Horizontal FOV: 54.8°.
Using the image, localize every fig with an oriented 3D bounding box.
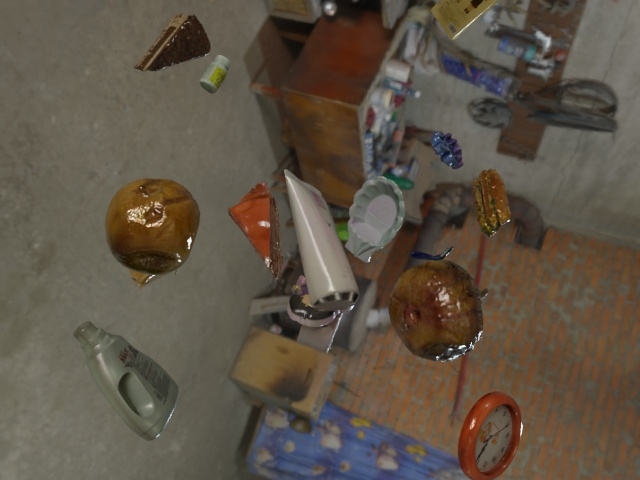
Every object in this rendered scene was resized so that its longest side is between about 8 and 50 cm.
[{"bbox_3d":[0.381,0.174,1.764,0.368,0.286,0.286,-18,128,-39],"label":"fig"}]

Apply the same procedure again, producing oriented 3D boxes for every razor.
[{"bbox_3d":[0.283,0.039,1.593,0.044,0.154,0.028,-42,107,-24],"label":"razor"}]

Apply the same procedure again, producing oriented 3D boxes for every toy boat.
[{"bbox_3d":[0.191,-0.071,2.058,0.100,0.199,0.290,-2,126,-53],"label":"toy boat"}]

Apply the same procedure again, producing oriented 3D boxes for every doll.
[{"bbox_3d":[0.320,-0.233,1.576,0.110,0.067,0.206,64,24,7],"label":"doll"}]

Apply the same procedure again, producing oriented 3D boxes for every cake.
[{"bbox_3d":[-0.460,-0.589,1.966,0.135,0.112,0.246,48,65,-44],"label":"cake"},{"bbox_3d":[-0.165,-0.015,1.650,0.098,0.135,0.287,85,-9,-60],"label":"cake"}]

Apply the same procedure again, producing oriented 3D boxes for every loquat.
[{"bbox_3d":[-0.484,-0.042,1.797,0.284,0.275,0.276,90,22,-55],"label":"loquat"}]

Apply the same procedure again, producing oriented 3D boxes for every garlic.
[{"bbox_3d":[-0.592,0.079,2.265,0.245,0.145,0.164,-21,129,-60],"label":"garlic"}]

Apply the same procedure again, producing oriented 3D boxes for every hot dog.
[{"bbox_3d":[0.496,-0.117,1.795,0.115,0.072,0.269,-44,-158,30],"label":"hot dog"}]

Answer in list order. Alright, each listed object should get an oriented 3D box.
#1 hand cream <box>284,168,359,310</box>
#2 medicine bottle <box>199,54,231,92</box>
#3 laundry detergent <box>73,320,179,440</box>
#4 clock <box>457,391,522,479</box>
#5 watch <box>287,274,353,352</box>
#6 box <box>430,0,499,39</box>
[{"bbox_3d":[0.000,0.000,1.536,0.185,0.118,0.359,24,45,-55],"label":"hand cream"},{"bbox_3d":[-0.250,-0.397,1.474,0.083,0.047,0.047,-62,163,-15],"label":"medicine bottle"},{"bbox_3d":[-0.628,0.425,1.962,0.398,0.124,0.264,54,16,-22],"label":"laundry detergent"},{"bbox_3d":[0.379,0.439,1.383,0.205,0.051,0.205,-6,100,-37],"label":"clock"},{"bbox_3d":[-0.015,0.238,1.925,0.244,0.196,0.231,-62,171,-53],"label":"watch"},{"bbox_3d":[0.277,-0.442,1.122,0.149,0.073,0.020,-37,173,33],"label":"box"}]
